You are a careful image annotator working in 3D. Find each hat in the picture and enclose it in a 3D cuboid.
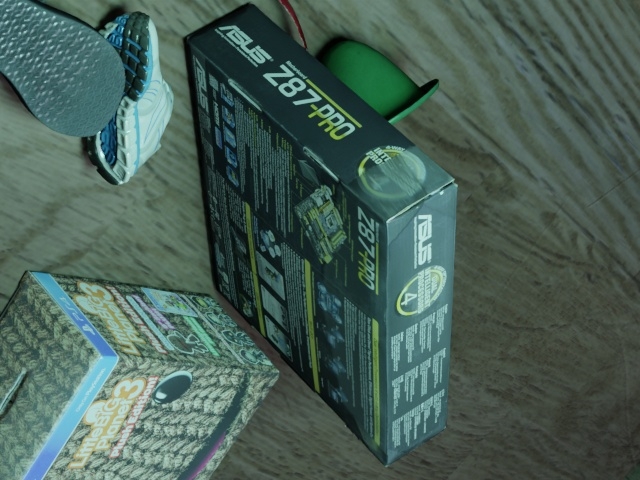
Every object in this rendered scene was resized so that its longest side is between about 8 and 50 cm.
[{"bbox_3d":[0.009,-0.193,2.043,0.173,0.183,0.208,-38,-172,-29],"label":"hat"}]

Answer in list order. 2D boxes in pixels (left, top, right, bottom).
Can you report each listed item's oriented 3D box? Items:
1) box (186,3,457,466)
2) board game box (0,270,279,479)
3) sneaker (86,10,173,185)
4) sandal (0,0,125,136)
[{"bbox_3d":[0.000,0.000,1.975,0.097,0.318,0.395,-30,144,-22],"label":"box"},{"bbox_3d":[-0.229,0.177,2.080,0.291,0.141,0.232,10,119,-52],"label":"board game box"},{"bbox_3d":[-0.174,-0.147,1.866,0.083,0.071,0.190,-35,151,-39],"label":"sneaker"},{"bbox_3d":[-0.265,-0.180,1.737,0.097,0.054,0.254,-49,137,2],"label":"sandal"}]
